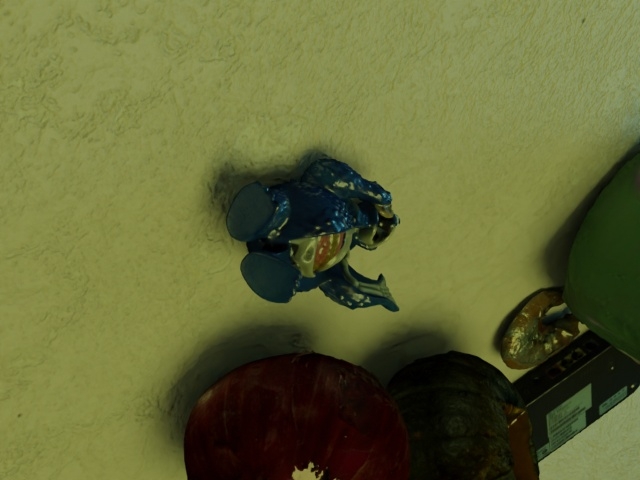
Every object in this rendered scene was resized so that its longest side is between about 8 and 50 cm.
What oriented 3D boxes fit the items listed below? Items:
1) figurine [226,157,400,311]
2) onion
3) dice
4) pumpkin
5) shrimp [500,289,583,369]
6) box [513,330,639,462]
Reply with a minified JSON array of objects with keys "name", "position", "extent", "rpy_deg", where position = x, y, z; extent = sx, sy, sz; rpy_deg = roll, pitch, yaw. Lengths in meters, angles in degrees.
[{"name":"figurine","position":[-0.004,-0.007,1.070],"extent":[0.262,0.121,0.164],"rpy_deg":[10,81,-52]},{"name":"onion","position":[-0.027,0.260,1.168],"extent":[0.276,0.276,0.276],"rpy_deg":[-22,135,-24]},{"name":"dice","position":[0.581,0.059,1.401],"extent":[0.318,0.330,0.322],"rpy_deg":[34,92,-45]},{"name":"pumpkin","position":[0.194,0.306,1.335],"extent":[0.192,0.320,0.320],"rpy_deg":[-19,146,24]},{"name":"shrimp","position":[0.362,0.138,1.525],"extent":[0.187,0.052,0.132],"rpy_deg":[-23,134,-29]},{"name":"box","position":[0.423,0.282,1.694],"extent":[0.350,0.058,0.211],"rpy_deg":[-32,139,-13]}]
